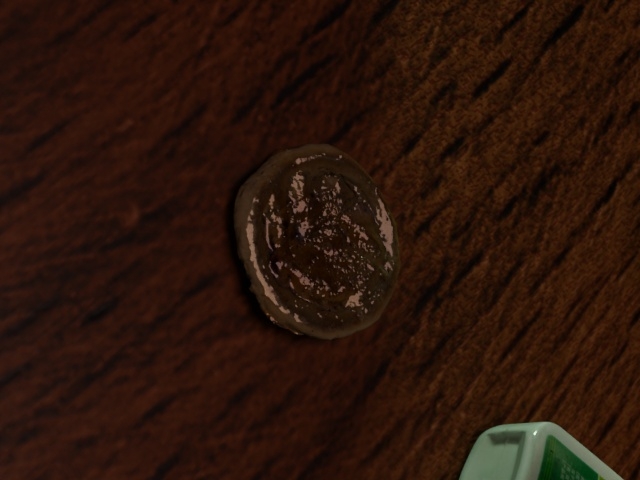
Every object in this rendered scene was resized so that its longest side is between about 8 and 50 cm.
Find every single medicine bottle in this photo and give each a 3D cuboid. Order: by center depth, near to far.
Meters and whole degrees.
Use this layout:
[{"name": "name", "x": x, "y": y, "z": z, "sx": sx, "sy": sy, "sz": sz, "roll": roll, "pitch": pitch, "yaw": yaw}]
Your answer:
[{"name": "medicine bottle", "x": 0.177, "y": 0.216, "z": 1.016, "sx": 0.183, "sy": 0.069, "sz": 0.119, "roll": 41, "pitch": 57, "yaw": -28}]

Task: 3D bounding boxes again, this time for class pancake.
[{"name": "pancake", "x": 0.000, "y": 0.000, "z": 0.937, "sx": 0.139, "sy": 0.022, "sz": 0.139, "roll": 9, "pitch": 76, "yaw": -38}]
